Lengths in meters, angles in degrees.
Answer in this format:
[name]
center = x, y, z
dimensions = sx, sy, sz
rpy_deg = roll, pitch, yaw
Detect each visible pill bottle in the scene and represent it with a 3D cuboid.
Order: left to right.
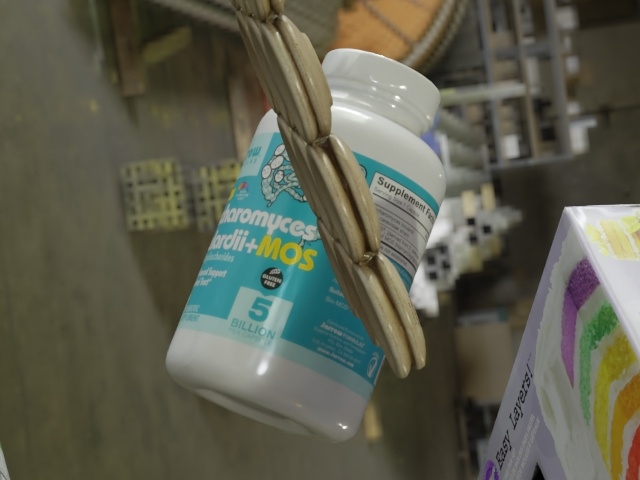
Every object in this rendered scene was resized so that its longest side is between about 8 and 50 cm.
[pill bottle]
center = 0.000, 0.000, 1.148
dimensions = 0.146, 0.146, 0.264
rpy_deg = 58, 51, -69

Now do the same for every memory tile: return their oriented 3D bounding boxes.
[memory tile]
center = -0.004, -0.036, 0.487
dimensions = 0.113, 0.012, 0.148
rpy_deg = -130, -162, -78

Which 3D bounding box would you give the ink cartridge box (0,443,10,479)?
[ink cartridge box]
center = -0.368, 0.168, 1.350
dimensions = 0.211, 0.121, 0.289
rpy_deg = 52, -6, -18

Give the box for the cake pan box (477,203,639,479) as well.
[cake pan box]
center = 0.177, 0.153, 0.942
dimensions = 0.246, 0.070, 0.267
rpy_deg = -104, -161, -46
